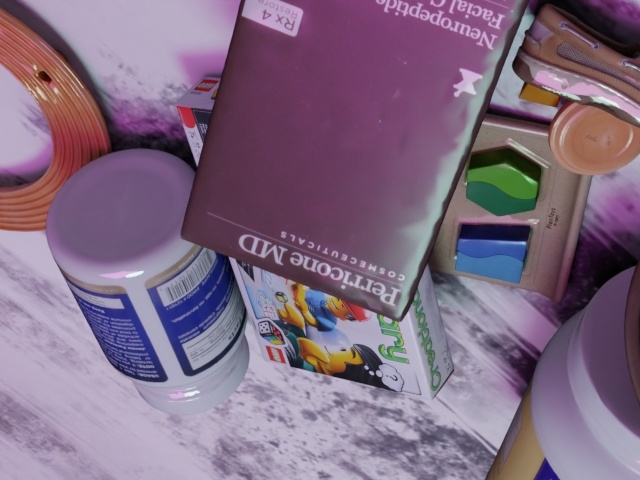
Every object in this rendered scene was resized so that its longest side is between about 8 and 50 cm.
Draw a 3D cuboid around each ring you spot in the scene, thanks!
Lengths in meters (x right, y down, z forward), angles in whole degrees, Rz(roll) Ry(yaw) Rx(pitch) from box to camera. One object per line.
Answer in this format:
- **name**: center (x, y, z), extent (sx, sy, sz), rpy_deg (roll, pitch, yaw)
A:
- **ring**: center (-0.353, -0.133, 1.513), extent (0.336, 0.032, 0.337), rpy_deg (15, 142, 12)

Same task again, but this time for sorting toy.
- **sorting toy**: center (0.115, -0.064, 1.342), extent (0.229, 0.041, 0.307), rpy_deg (15, 142, 11)

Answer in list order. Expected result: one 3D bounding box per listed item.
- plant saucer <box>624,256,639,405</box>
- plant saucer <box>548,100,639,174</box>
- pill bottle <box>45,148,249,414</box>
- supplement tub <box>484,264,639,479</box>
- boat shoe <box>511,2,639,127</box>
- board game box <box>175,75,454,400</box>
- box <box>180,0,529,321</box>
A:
- **plant saucer**: center (0.362, 0.081, 1.217), extent (0.277, 0.278, 0.041), rpy_deg (26, 164, -3)
- **plant saucer**: center (0.224, -0.085, 1.254), extent (0.083, 0.013, 0.083), rpy_deg (-4, 129, -5)
- **pill bottle**: center (-0.156, 0.049, 1.520), extent (0.153, 0.153, 0.265), rpy_deg (9, 145, 19)
- **supplement tub**: center (0.286, 0.195, 1.400), extent (0.241, 0.241, 0.331), rpy_deg (19, 143, 6)
- **boat shoe**: center (0.244, -0.126, 1.186), extent (0.190, 0.068, 0.072), rpy_deg (18, 110, -11)
- **board game box**: center (0.000, 0.000, 1.411), extent (0.193, 0.053, 0.305), rpy_deg (10, 133, 33)
- **box**: center (0.039, -0.145, 1.133), extent (0.191, 0.143, 0.381), rpy_deg (20, 128, 4)
